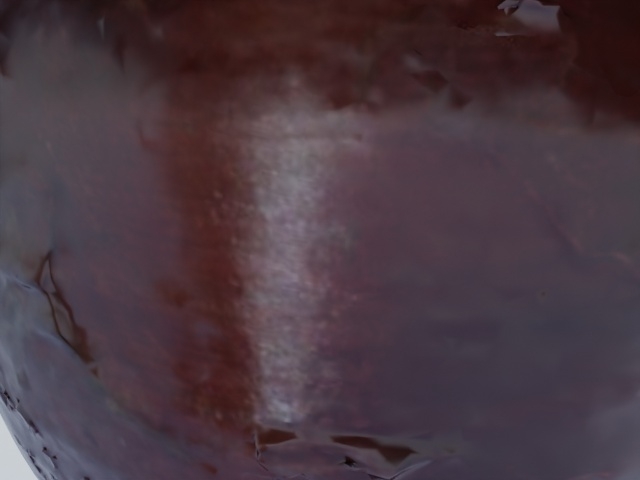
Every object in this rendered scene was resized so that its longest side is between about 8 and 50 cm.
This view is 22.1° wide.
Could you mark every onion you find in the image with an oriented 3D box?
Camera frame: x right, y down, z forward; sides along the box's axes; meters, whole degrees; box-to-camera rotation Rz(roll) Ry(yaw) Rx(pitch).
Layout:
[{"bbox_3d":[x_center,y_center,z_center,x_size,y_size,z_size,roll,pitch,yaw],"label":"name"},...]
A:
[{"bbox_3d":[0.011,-0.031,0.440,0.276,0.276,0.276,11,-176,-1],"label":"onion"}]
